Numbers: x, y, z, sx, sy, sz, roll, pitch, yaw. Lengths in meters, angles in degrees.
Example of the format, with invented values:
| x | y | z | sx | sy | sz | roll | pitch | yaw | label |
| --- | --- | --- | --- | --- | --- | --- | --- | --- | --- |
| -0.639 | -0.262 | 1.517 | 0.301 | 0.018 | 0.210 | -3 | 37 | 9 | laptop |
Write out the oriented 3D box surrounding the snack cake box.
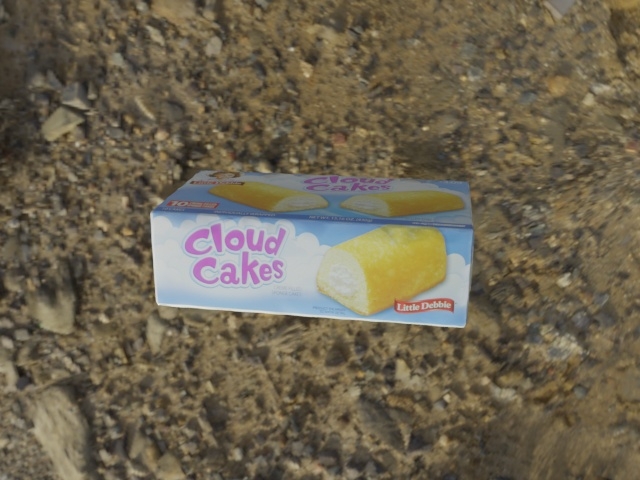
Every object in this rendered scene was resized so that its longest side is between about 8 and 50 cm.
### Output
| x | y | z | sx | sy | sz | roll | pitch | yaw | label |
| --- | --- | --- | --- | --- | --- | --- | --- | --- | --- |
| 0.000 | 0.000 | 0.741 | 0.264 | 0.152 | 0.089 | 3 | 110 | 7 | snack cake box |
